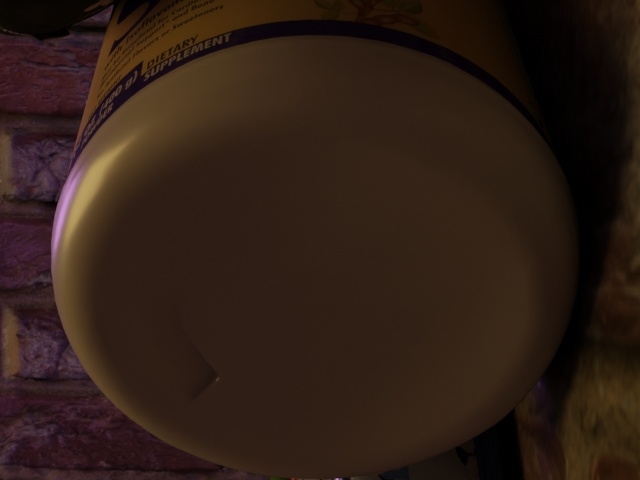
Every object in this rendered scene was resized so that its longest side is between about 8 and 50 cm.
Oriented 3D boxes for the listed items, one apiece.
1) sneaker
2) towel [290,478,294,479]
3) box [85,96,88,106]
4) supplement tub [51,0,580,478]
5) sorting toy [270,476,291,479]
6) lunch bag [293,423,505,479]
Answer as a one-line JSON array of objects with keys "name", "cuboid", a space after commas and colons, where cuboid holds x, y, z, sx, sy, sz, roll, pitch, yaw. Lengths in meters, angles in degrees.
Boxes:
[{"name": "sneaker", "cuboid": [-0.149, -0.142, 0.614, 0.106, 0.078, 0.234, -50, 20, 24]}, {"name": "towel", "cuboid": [0.020, 0.276, 1.083, 0.275, 0.031, 0.198, -175, 82, -70]}, {"name": "box", "cuboid": [-0.121, -0.105, 1.571, 0.296, 0.294, 0.182, -17, -68, -70]}, {"name": "supplement tub", "cuboid": [-0.005, -0.065, 0.630, 0.331, 0.241, 0.241, -93, 6, -53]}, {"name": "sorting toy", "cuboid": [0.006, 0.369, 1.759, 0.126, 0.127, 0.365, -52, 19, 28]}, {"name": "lunch bag", "cuboid": [0.046, 0.213, 0.739, 0.303, 0.115, 0.243, 96, 172, -46]}]
